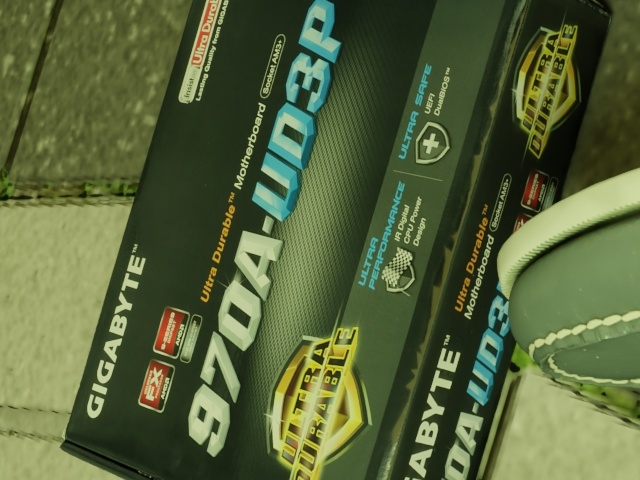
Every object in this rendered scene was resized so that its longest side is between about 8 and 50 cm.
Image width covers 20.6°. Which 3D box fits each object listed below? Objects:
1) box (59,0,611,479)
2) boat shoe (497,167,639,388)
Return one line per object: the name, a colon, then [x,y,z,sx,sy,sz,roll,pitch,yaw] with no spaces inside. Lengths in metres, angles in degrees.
box: [0.000,0.000,0.669,0.175,0.051,0.220,15,88,45]
boat shoe: [0.182,0.032,0.446,0.319,0.116,0.099,-3,74,36]
